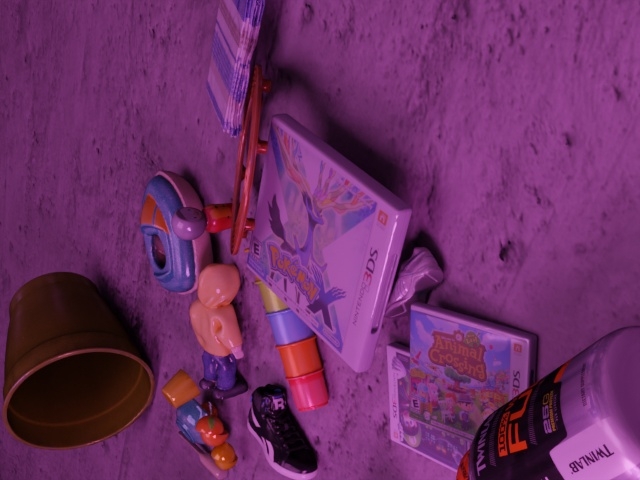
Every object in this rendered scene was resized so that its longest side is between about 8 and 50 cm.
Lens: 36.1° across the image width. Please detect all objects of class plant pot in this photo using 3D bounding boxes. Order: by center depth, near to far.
[{"bbox_3d":[-0.647,0.278,2.500,0.353,0.367,0.366,60,144,41],"label":"plant pot"}]

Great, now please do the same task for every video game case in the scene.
[{"bbox_3d":[0.219,0.205,1.449,0.212,0.023,0.193,14,112,42],"label":"video game case"},{"bbox_3d":[0.175,0.267,1.568,0.190,0.022,0.173,15,114,52],"label":"video game case"},{"bbox_3d":[0.000,0.000,1.573,0.329,0.036,0.300,41,131,40],"label":"video game case"}]

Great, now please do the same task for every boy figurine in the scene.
[{"bbox_3d":[-0.214,0.178,2.036,0.177,0.092,0.285,20,116,51],"label":"boy figurine"}]

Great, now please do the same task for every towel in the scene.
[{"bbox_3d":[-0.158,-0.355,1.788,0.209,0.034,0.285,-117,34,-51],"label":"towel"}]

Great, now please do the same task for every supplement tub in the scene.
[{"bbox_3d":[0.319,0.261,1.196,0.207,0.207,0.338,63,143,20],"label":"supplement tub"}]

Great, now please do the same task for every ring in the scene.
[{"bbox_3d":[-0.122,-0.139,1.723,0.336,0.032,0.336,-174,90,-81],"label":"ring"}]

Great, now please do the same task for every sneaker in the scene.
[{"bbox_3d":[0.141,0.068,1.532,0.152,0.054,0.061,-56,41,44],"label":"sneaker"},{"bbox_3d":[-0.077,0.361,1.909,0.217,0.079,0.121,37,131,45],"label":"sneaker"}]

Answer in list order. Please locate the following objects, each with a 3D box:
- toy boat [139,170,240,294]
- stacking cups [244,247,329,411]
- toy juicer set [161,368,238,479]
[{"bbox_3d":[-0.288,-0.024,2.021,0.318,0.148,0.267,-16,87,56],"label":"toy boat"},{"bbox_3d":[-0.047,0.152,1.800,0.096,0.096,0.316,-17,91,56],"label":"stacking cups"},{"bbox_3d":[-0.244,0.423,2.178,0.209,0.089,0.329,43,156,22],"label":"toy juicer set"}]
